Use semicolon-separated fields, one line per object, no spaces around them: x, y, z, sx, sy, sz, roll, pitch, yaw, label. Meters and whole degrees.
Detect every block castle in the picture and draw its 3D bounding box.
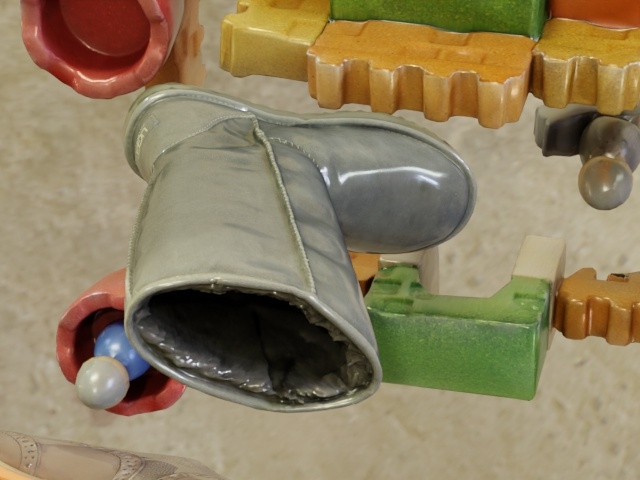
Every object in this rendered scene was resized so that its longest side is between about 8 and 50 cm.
0.072;-0.028;1.002;0.453;0.213;0.303;7;121;14;block castle

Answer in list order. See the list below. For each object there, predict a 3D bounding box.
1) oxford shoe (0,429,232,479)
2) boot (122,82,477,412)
-0.146;0.170;1.012;0.364;0.133;0.130;9;96;39;oxford shoe
0.001;0.002;0.778;0.190;0.208;0.076;7;108;-15;boot
